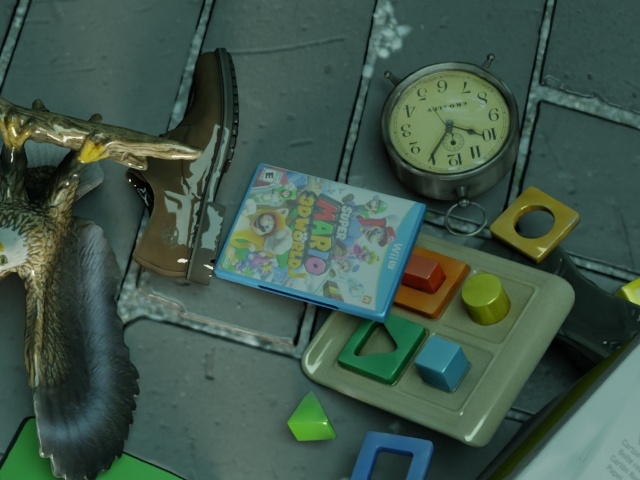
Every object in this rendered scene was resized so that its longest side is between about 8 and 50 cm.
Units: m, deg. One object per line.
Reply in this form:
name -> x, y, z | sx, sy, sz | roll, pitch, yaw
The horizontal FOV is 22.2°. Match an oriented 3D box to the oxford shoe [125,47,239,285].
oxford shoe -> -0.126, -0.078, 1.482 | 0.096, 0.083, 0.227 | 11, 68, -4

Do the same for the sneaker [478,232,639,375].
sneaker -> 0.239, 0.083, 1.510 | 0.227, 0.130, 0.087 | 31, 70, 30

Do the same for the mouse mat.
mouse mat -> -0.181, 0.224, 1.356 | 0.190, 0.007, 0.152 | 24, 32, -3

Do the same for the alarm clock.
alarm clock -> 0.125, -0.084, 1.530 | 0.129, 0.064, 0.192 | -8, 59, 4

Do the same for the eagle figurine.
eagle figurine -> -0.260, 0.031, 1.380 | 0.225, 0.226, 0.298 | 7, 100, -50

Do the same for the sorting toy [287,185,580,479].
sorting toy -> 0.102, 0.072, 1.452 | 0.196, 0.047, 0.347 | 21, 63, 31

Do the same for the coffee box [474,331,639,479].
coffee box -> 0.233, 0.326, 1.280 | 0.337, 0.334, 0.338 | 43, 66, 6

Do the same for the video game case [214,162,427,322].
video game case -> 0.000, 0.000, 1.484 | 0.166, 0.015, 0.119 | 15, 66, 17

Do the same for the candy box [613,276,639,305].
candy box -> 0.377, 0.113, 1.552 | 0.105, 0.027, 0.206 | -27, 78, -17
